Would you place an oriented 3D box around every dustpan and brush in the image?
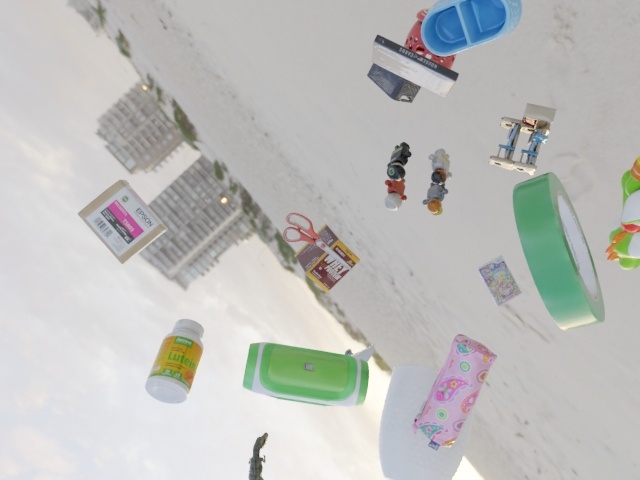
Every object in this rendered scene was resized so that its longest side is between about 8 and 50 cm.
[{"bbox_3d":[0.087,0.391,1.722,0.060,0.147,0.211,53,152,39],"label":"dustpan and brush"}]

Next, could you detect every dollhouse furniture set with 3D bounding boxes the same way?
[{"bbox_3d":[0.539,-0.275,1.490,0.128,0.130,0.183,16,176,16],"label":"dollhouse furniture set"}]

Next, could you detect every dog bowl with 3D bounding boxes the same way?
[{"bbox_3d":[0.424,-0.633,1.597,0.297,0.074,0.166,-7,117,41],"label":"dog bowl"}]

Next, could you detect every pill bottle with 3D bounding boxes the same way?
[{"bbox_3d":[-0.448,0.374,1.740,0.136,0.136,0.246,46,-146,-30],"label":"pill bottle"}]

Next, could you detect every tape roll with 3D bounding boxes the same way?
[{"bbox_3d":[0.496,0.020,1.142,0.321,0.077,0.322,33,-134,-43],"label":"tape roll"}]

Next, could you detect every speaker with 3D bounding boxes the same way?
[{"bbox_3d":[-0.036,0.328,1.351,0.296,0.131,0.131,10,-172,-5],"label":"speaker"}]

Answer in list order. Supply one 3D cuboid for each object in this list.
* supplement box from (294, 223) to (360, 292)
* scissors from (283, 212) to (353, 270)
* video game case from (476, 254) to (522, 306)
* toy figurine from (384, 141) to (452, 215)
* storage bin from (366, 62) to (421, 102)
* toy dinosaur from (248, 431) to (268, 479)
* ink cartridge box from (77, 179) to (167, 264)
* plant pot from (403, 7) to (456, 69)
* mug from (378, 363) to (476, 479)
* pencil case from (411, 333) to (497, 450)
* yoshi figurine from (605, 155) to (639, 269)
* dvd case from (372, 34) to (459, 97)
[{"bbox_3d":[0.024,0.070,2.247,0.129,0.191,0.194,43,-176,-28],"label":"supplement box"},{"bbox_3d":[0.000,0.000,1.932,0.297,0.109,0.021,25,-176,13],"label":"scissors"},{"bbox_3d":[0.501,0.113,1.544,0.122,0.087,0.011,63,165,5],"label":"video game case"},{"bbox_3d":[0.309,-0.190,1.766,0.209,0.148,0.213,11,139,9],"label":"toy figurine"},{"bbox_3d":[0.272,-0.592,2.023,0.122,0.084,0.180,-5,-134,-42],"label":"storage bin"},{"bbox_3d":[-0.184,0.705,1.604,0.118,0.063,0.268,93,177,-58],"label":"toy dinosaur"},{"bbox_3d":[-0.690,-0.066,1.932,0.235,0.193,0.088,50,178,-7],"label":"ink cartridge box"},{"bbox_3d":[0.399,-0.713,1.949,0.191,0.174,0.191,9,-144,-7],"label":"plant pot"},{"bbox_3d":[0.337,0.610,1.730,0.276,0.328,0.374,3,151,32],"label":"mug"},{"bbox_3d":[0.340,0.386,1.414,0.124,0.284,0.124,24,-172,-4],"label":"pencil case"},{"bbox_3d":[0.835,-0.072,1.369,0.202,0.204,0.362,8,144,15],"label":"yoshi figurine"},{"bbox_3d":[0.254,-0.475,1.514,0.238,0.030,0.179,26,-177,3],"label":"dvd case"}]
